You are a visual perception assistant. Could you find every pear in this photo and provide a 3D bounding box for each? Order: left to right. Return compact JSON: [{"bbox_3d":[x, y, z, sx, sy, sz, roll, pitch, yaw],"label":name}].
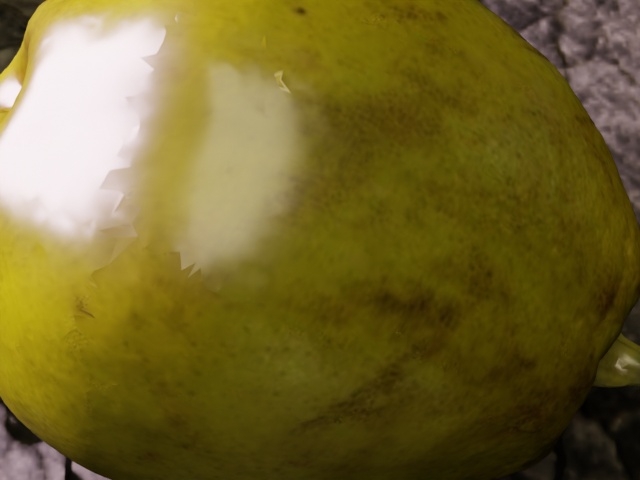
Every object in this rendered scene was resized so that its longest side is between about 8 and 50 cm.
[{"bbox_3d":[0.000,0.000,0.850,0.375,0.287,0.287,21,65,-4],"label":"pear"}]
